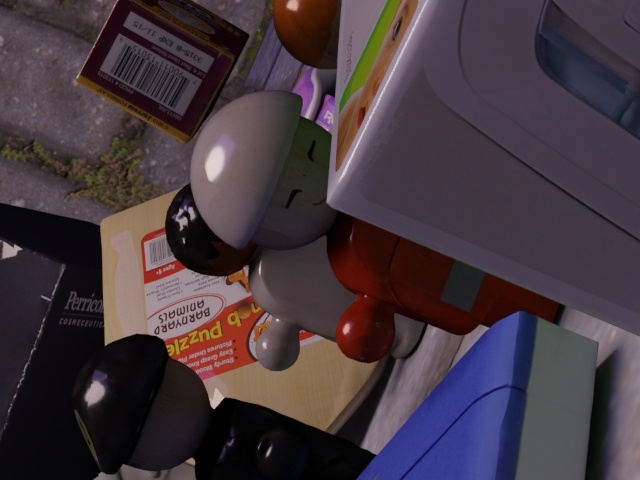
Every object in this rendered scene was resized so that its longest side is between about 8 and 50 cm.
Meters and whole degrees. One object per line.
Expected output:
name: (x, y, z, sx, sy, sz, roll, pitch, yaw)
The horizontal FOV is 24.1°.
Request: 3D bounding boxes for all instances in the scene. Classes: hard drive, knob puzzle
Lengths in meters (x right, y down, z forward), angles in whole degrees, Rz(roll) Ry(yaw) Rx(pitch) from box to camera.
hard drive: (0.006, 0.202, 0.451, 0.210, 0.040, 0.319, 123, 166, -49)
knob puzzle: (-0.032, 0.045, 0.806, 0.030, 0.213, 0.213, 49, -126, -52)

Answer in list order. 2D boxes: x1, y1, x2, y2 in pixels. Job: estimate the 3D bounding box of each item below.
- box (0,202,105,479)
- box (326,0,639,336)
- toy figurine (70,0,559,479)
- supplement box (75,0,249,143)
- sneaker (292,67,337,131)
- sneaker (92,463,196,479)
box: (-0.226, 0.142, 1.087, 0.313, 0.179, 0.343, -68, -19, 2)
box: (0.106, -0.131, 0.421, 0.262, 0.126, 0.231, -85, 17, -65)
toy figurine: (0.000, 0.000, 0.638, 0.210, 0.148, 0.213, -79, 14, -51)
supplement box: (-0.065, -0.078, 0.644, 0.043, 0.055, 0.083, -60, 6, 13)
sneaker: (-0.026, -0.014, 0.998, 0.161, 0.102, 0.282, -54, 16, 46)
sneaker: (-0.076, 0.144, 0.860, 0.235, 0.090, 0.095, -46, -7, -10)
